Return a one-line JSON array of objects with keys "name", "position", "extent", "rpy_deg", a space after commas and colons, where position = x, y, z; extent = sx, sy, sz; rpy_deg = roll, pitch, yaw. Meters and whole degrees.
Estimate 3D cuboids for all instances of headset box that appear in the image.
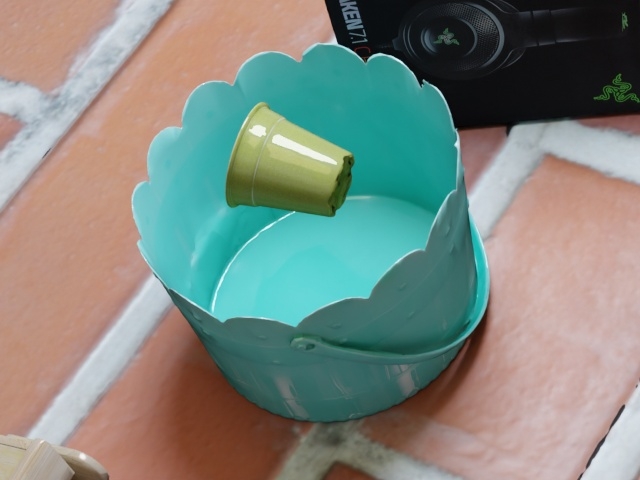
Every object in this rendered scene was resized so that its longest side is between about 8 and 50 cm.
[{"name": "headset box", "position": [0.156, -0.225, 1.615], "extent": [0.283, 0.246, 0.131], "rpy_deg": [-4, 52, 12]}]

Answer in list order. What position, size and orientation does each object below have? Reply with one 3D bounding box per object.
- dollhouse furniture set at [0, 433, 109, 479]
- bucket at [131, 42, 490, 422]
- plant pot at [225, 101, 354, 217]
[{"name": "dollhouse furniture set", "position": [-0.222, 0.243, 1.362], "extent": [0.161, 0.242, 0.212], "rpy_deg": [7, 54, 37]}, {"name": "bucket", "position": [0.000, 0.000, 1.527], "extent": [0.281, 0.183, 0.281], "rpy_deg": [-8, 52, 11]}, {"name": "plant pot", "position": [-0.019, -0.053, 1.412], "extent": [0.079, 0.083, 0.083], "rpy_deg": [18, 59, 12]}]
